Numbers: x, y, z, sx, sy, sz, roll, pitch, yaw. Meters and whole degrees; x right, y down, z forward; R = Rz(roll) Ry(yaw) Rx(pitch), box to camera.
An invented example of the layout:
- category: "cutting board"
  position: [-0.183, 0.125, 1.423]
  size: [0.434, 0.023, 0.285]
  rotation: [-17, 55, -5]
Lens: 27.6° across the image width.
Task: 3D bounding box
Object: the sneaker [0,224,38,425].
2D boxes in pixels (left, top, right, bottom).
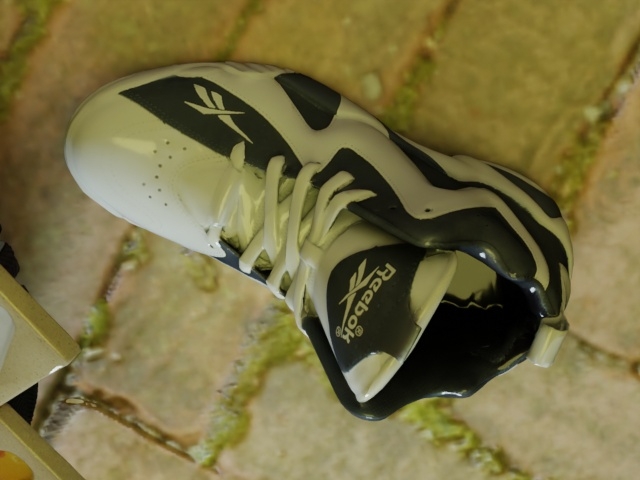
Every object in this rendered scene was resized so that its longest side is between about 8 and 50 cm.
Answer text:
- category: "sneaker"
  position: [-0.248, -0.004, 0.591]
  size: [0.162, 0.106, 0.281]
  rotation: [-9, 118, 26]

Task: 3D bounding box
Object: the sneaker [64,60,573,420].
- category: "sneaker"
  position: [0.000, 0.000, 0.542]
  size: [0.234, 0.153, 0.094]
  rotation: [23, 108, -8]

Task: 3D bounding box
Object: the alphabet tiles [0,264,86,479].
- category: "alphabet tiles"
  position: [-0.249, 0.041, 0.551]
  size: [0.285, 0.011, 0.342]
  rotation: [49, 133, -12]
